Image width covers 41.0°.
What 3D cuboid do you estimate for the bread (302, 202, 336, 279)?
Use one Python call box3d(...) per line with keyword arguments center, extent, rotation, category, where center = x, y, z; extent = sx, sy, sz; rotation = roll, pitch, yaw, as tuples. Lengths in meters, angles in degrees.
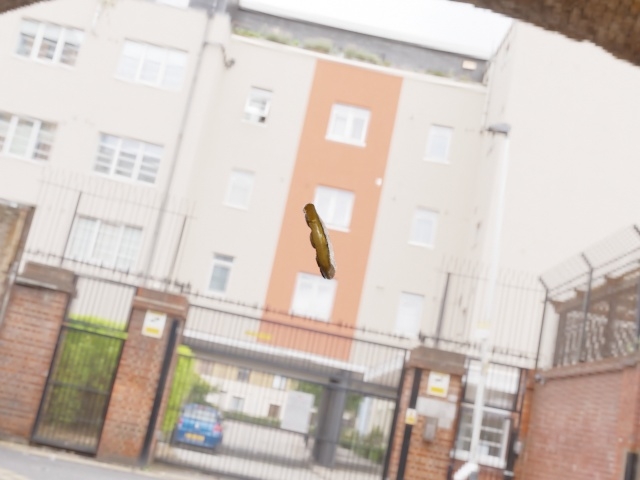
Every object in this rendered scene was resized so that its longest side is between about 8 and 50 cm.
box3d(center=(0.000, 0.000, 1.121), extent=(0.024, 0.110, 0.110), rotation=(-17, -16, 4), category="bread")
